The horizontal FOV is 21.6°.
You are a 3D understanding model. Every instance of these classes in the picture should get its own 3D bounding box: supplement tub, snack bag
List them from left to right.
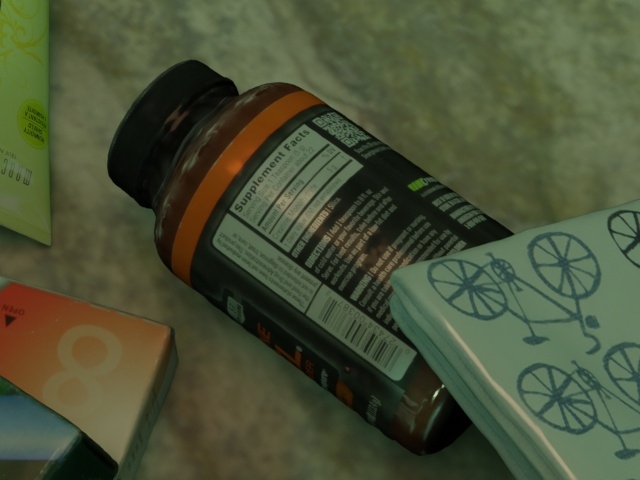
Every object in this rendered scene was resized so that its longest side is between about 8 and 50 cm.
[{"bbox_3d":[0.000,0.000,0.747,0.198,0.106,0.106,36,70,17],"label":"supplement tub"},{"bbox_3d":[0.223,0.114,0.634,0.323,0.037,0.342,-12,59,-43],"label":"snack bag"}]

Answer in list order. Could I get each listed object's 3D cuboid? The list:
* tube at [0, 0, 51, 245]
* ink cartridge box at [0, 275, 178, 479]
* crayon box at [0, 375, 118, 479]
[{"bbox_3d":[-0.164,-0.117,0.827,0.070,0.062,0.240,2,62,-8],"label":"tube"},{"bbox_3d":[-0.160,0.102,0.735,0.145,0.045,0.179,15,63,9],"label":"ink cartridge box"},{"bbox_3d":[-0.258,0.163,0.663,0.203,0.083,0.323,31,77,14],"label":"crayon box"}]
